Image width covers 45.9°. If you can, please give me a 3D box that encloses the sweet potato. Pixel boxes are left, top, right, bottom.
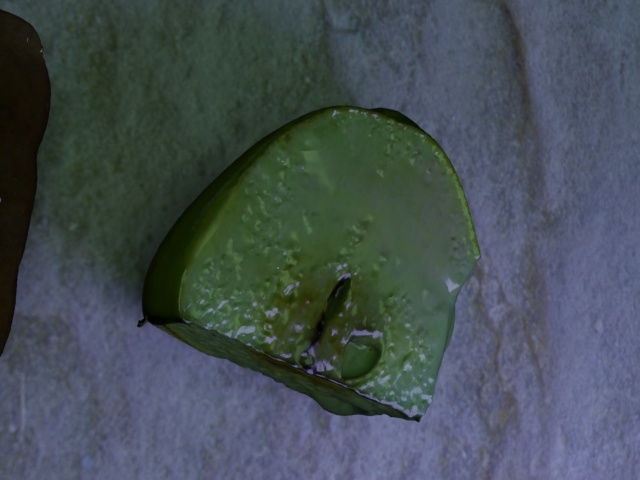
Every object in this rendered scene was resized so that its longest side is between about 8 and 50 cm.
[{"bbox_3d":[-0.300,0.008,0.574,0.157,0.158,0.370,6,84,-24],"label":"sweet potato"}]

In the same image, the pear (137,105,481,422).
[{"bbox_3d":[0.000,0.000,0.698,0.286,0.176,0.282,27,75,-25],"label":"pear"}]
